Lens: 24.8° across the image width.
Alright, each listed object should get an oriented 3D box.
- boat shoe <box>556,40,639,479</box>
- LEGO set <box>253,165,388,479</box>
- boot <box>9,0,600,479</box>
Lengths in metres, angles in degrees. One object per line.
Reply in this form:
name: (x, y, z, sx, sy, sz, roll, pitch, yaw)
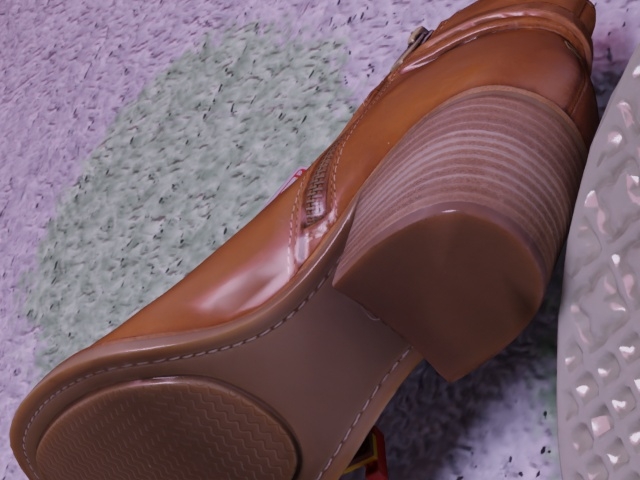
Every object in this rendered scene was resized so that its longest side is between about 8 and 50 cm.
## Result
boat shoe: (0.222, -0.094, 0.468, 0.187, 0.156, 0.500, 19, 91, 51)
LEGO set: (-0.021, 0.078, 0.693, 0.244, 0.060, 0.182, -51, 34, -17)
boot: (0.000, 0.000, 0.628, 0.283, 0.109, 0.220, -39, 15, 33)
